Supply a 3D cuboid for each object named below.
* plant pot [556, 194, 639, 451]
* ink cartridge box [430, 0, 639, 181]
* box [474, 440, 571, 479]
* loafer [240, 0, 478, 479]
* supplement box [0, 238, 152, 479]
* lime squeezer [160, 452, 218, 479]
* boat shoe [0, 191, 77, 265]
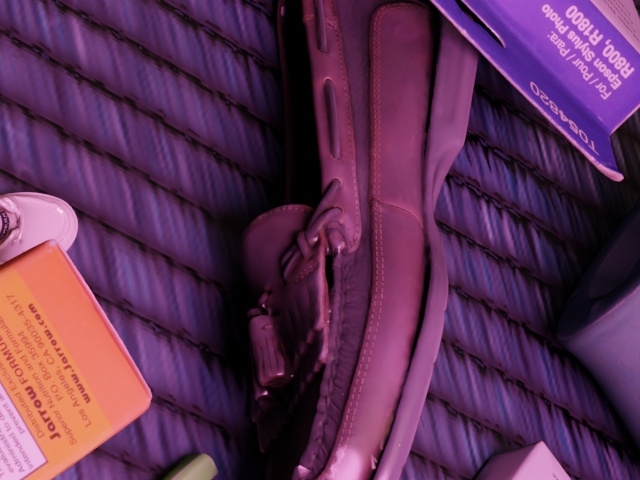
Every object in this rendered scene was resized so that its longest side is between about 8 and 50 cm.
[{"bbox_3d":[0.268,0.060,0.934,0.255,0.271,0.271,41,47,-2],"label":"plant pot"},{"bbox_3d":[0.080,-0.159,0.931,0.223,0.045,0.224,42,22,-21],"label":"ink cartridge box"},{"bbox_3d":[0.089,0.203,0.845,0.145,0.038,0.186,54,46,-10],"label":"box"},{"bbox_3d":[0.000,0.000,0.825,0.095,0.109,0.302,23,48,-12],"label":"loafer"},{"bbox_3d":[-0.168,0.085,0.633,0.233,0.078,0.080,-36,97,-46],"label":"supplement box"},{"bbox_3d":[-0.095,0.194,0.666,0.110,0.059,0.310,30,53,-30],"label":"lime squeezer"},{"bbox_3d":[-0.131,-0.003,0.736,0.100,0.035,0.035,-10,78,-44],"label":"boat shoe"}]
